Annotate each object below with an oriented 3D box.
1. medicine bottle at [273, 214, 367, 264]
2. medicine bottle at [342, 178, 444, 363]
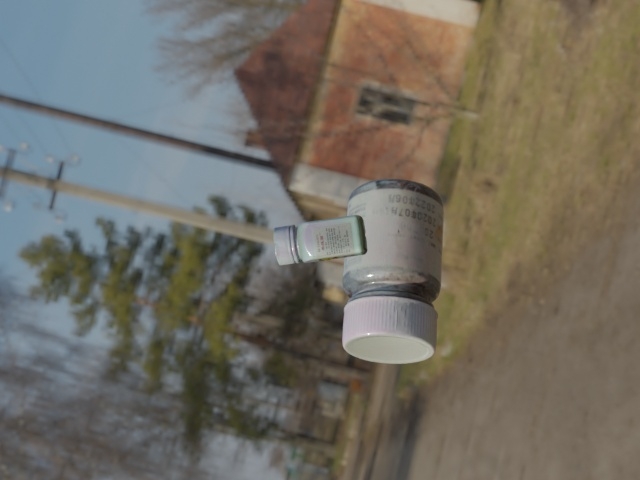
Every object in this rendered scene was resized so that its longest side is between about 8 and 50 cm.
[{"bbox_3d":[0.000,0.000,1.676,0.074,0.118,0.055,4,-101,-84],"label":"medicine bottle"},{"bbox_3d":[0.118,0.051,2.066,0.165,0.165,0.273,99,175,-67],"label":"medicine bottle"}]
